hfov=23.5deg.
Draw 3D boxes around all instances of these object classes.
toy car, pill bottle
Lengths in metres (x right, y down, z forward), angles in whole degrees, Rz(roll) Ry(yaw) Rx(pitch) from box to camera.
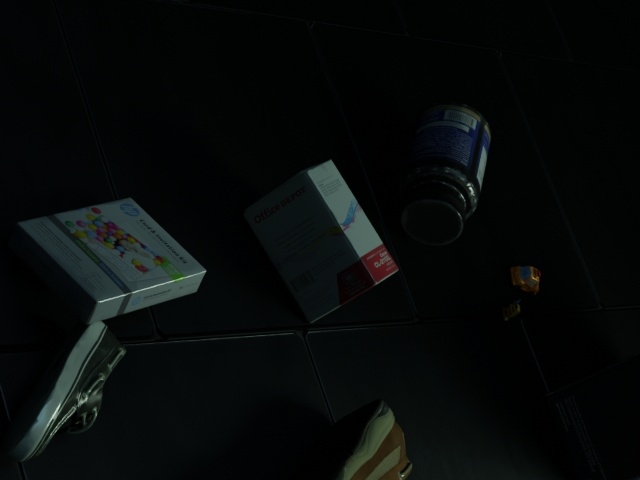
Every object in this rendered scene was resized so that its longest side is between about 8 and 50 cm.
[{"bbox_3d":[0.323,0.085,2.404,0.060,0.040,0.122,39,40,-23],"label":"toy car"},{"bbox_3d":[0.184,-0.100,2.312,0.123,0.122,0.219,40,41,-21],"label":"pill bottle"}]

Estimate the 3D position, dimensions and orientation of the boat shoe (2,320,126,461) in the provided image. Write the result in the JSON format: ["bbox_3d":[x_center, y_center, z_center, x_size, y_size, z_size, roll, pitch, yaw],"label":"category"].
[{"bbox_3d":[-0.267,0.167,1.654,0.070,0.077,0.219,45,37,-15],"label":"boat shoe"}]

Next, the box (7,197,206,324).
[{"bbox_3d":[-0.243,0.021,1.772,0.145,0.038,0.186,42,31,23],"label":"box"}]

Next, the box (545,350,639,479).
[{"bbox_3d":[0.559,0.250,2.343,0.296,0.294,0.183,-2,66,-48],"label":"box"}]

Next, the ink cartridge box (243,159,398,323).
[{"bbox_3d":[0.000,0.000,2.030,0.175,0.127,0.072,59,36,1],"label":"ink cartridge box"}]

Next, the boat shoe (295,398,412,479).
[{"bbox_3d":[0.031,0.316,1.850,0.120,0.122,0.324,55,38,-8],"label":"boat shoe"}]
